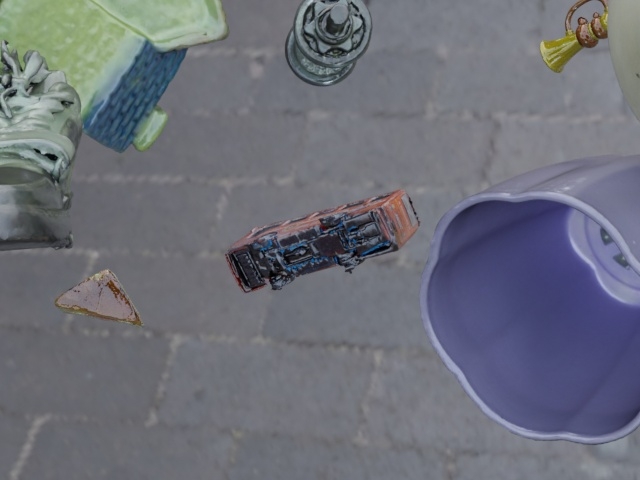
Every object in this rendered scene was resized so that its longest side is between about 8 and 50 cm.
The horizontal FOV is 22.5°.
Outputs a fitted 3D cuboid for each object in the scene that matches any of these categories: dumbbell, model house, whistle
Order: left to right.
[{"bbox_3d":[-0.196,-0.180,1.370,0.214,0.189,0.195,-61,19,-3],"label":"model house"},{"bbox_3d":[0.007,-0.205,1.635,0.081,0.254,0.081,0,87,-5],"label":"dumbbell"},{"bbox_3d":[0.325,-0.259,1.995,0.109,0.046,0.057,-35,36,33],"label":"whistle"}]

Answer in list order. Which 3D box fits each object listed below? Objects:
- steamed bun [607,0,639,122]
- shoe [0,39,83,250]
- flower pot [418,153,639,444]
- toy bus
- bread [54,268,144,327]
[{"bbox_3d":[0.425,-0.197,1.570,0.324,0.324,0.206,-52,10,-29],"label":"steamed bun"},{"bbox_3d":[-0.225,-0.068,1.137,0.109,0.149,0.293,1,3,-5],"label":"shoe"},{"bbox_3d":[0.264,0.036,1.575,0.265,0.265,0.243,15,28,29],"label":"flower pot"},{"bbox_3d":[0.000,0.000,1.901,0.235,0.073,0.096,-14,14,36],"label":"toy bus"},{"bbox_3d":[-0.252,0.064,1.888,0.109,0.043,0.062,14,81,5],"label":"bread"}]
